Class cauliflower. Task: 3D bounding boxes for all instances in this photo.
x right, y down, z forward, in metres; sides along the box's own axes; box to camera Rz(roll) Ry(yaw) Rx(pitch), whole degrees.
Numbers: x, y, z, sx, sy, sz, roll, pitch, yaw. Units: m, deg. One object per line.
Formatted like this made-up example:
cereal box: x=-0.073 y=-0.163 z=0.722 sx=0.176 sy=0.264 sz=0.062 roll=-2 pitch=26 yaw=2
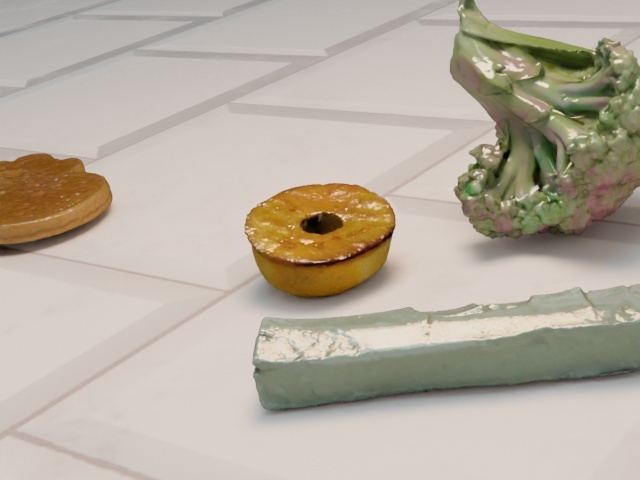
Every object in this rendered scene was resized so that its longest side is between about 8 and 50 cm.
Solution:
cauliflower: x=0.223 y=-0.139 z=1.184 sx=0.315 sy=0.239 sz=0.256 roll=42 pitch=32 yaw=3

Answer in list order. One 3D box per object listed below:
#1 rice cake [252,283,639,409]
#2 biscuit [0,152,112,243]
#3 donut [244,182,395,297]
rice cake: x=0.114 y=0.084 z=0.933 sx=0.336 sy=0.063 sz=0.066 roll=-6 pitch=30 yaw=3
biscuit: x=-0.373 y=-0.052 z=1.470 sx=0.202 sy=0.044 sz=0.288 roll=-16 pitch=21 yaw=-20
donut: x=0.000 y=0.000 z=1.155 sx=0.151 sy=0.058 sz=0.152 roll=-2 pitch=36 yaw=2
